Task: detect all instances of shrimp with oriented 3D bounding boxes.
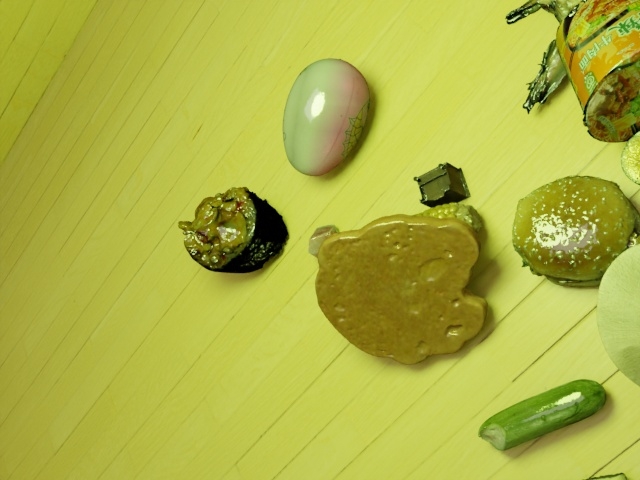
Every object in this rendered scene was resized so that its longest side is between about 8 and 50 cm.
[{"bbox_3d":[0.425,-0.380,1.232,0.198,0.051,0.261,34,99,46],"label":"shrimp"}]

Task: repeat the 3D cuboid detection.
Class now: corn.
[{"bbox_3d":[0.164,0.022,1.291,0.347,0.130,0.130,-26,64,30],"label":"corn"}]

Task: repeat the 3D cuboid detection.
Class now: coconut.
[{"bbox_3d":[0.519,0.107,0.890,0.238,0.266,0.237,-2,85,26],"label":"coconut"}]

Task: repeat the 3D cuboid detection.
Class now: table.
[{"bbox_3d":[0.245,-0.112,1.285,0.083,0.082,0.070,-26,65,31],"label":"table"}]

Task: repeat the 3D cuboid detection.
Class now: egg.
[{"bbox_3d":[0.007,-0.284,1.450,0.196,0.196,0.271,43,115,37],"label":"egg"}]

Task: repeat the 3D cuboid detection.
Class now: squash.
[{"bbox_3d":[0.380,0.305,1.088,0.239,0.069,0.069,-34,60,28],"label":"squash"}]

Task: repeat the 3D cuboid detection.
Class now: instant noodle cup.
[{"bbox_3d":[0.511,-0.306,1.037,0.230,0.230,0.182,-35,52,28],"label":"instant noodle cup"}]

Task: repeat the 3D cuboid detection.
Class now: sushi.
[{"bbox_3d":[-0.221,-0.028,1.566,0.213,0.204,0.200,-52,49,11],"label":"sushi"}]

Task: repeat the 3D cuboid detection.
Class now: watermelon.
[{"bbox_3d":[0.005,-0.002,1.465,0.085,0.072,0.092,-35,54,8],"label":"watermelon"},{"bbox_3d":[0.562,-0.133,1.046,0.106,0.062,0.105,-13,66,31],"label":"watermelon"}]

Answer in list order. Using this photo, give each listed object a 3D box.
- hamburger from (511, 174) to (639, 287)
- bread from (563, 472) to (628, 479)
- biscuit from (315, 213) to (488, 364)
[{"bbox_3d":[0.446,-0.017,1.076,0.215,0.122,0.189,3,81,37],"label":"hamburger"},{"bbox_3d":[0.386,0.480,1.016,0.266,0.142,0.178,-26,24,33],"label":"bread"},{"bbox_3d":[0.162,0.096,1.221,0.351,0.057,0.312,-22,104,27],"label":"biscuit"}]
